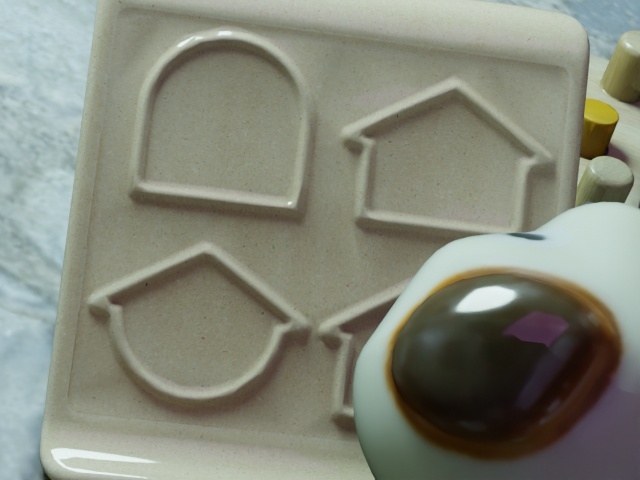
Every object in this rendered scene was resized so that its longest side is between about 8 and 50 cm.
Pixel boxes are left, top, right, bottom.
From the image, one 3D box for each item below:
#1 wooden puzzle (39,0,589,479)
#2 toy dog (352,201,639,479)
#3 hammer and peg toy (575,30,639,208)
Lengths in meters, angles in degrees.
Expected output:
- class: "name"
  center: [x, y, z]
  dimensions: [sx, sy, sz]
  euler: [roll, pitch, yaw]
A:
- class: "wooden puzzle"
  center: [0.000, 0.000, 0.851]
  dimensions: [0.322, 0.080, 0.348]
  euler: [7, 81, -6]
- class: "toy dog"
  center: [0.197, 0.159, 0.689]
  dimensions: [0.395, 0.284, 0.408]
  euler: [-44, 82, -4]
- class: "hammer and peg toy"
  center: [0.092, -0.122, 1.051]
  dimensions: [0.361, 0.127, 0.266]
  euler: [21, 43, 5]
